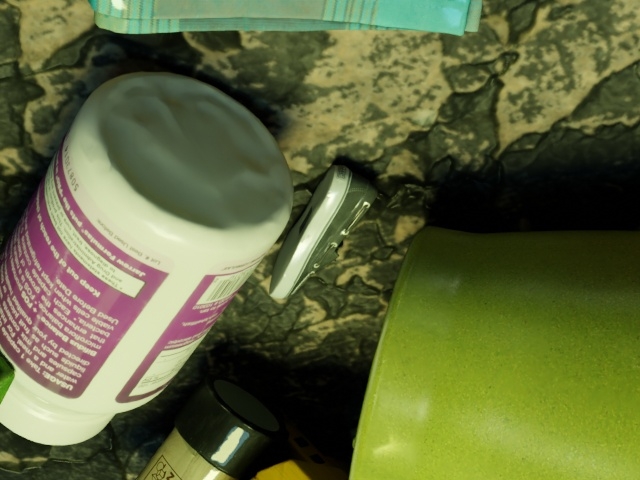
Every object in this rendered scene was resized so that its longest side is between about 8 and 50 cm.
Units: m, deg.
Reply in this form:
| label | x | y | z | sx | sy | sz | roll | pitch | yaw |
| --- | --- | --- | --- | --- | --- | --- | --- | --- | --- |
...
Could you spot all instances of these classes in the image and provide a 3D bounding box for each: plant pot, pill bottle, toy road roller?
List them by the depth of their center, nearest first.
| label | x | y | z | sx | sy | sz | roll | pitch | yaw |
| --- | --- | --- | --- | --- | --- | --- | --- | --- | --- |
| plant pot | 0.215 | 0.140 | 1.018 | 0.352 | 0.366 | 0.367 | 13 | 135 | 10 |
| pill bottle | -0.158 | 0.027 | 1.034 | 0.169 | 0.169 | 0.301 | 24 | 131 | -17 |
| toy road roller | -0.021 | 0.283 | 1.180 | 0.202 | 0.329 | 0.240 | -54 | 143 | 9 |

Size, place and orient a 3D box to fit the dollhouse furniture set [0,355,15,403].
| label | x | y | z | sx | sy | sz | roll | pitch | yaw |
| --- | --- | --- | --- | --- | --- | --- | --- | --- | --- |
| dollhouse furniture set | -0.409 | 0.086 | 1.033 | 0.301 | 0.151 | 0.197 | 45 | 129 | 11 |

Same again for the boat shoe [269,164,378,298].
| label | x | y | z | sx | sy | sz | roll | pitch | yaw |
| --- | --- | --- | --- | --- | --- | --- | --- | --- | --- |
| boat shoe | 0.000 | 0.000 | 1.077 | 0.040 | 0.049 | 0.142 | 20 | 130 | -14 |

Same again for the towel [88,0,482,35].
| label | x | y | z | sx | sy | sz | roll | pitch | yaw |
| --- | --- | --- | --- | --- | --- | --- | --- | --- | --- |
| towel | 0.013 | -0.270 | 0.773 | 0.271 | 0.040 | 0.370 | -2 | 136 | -18 |
